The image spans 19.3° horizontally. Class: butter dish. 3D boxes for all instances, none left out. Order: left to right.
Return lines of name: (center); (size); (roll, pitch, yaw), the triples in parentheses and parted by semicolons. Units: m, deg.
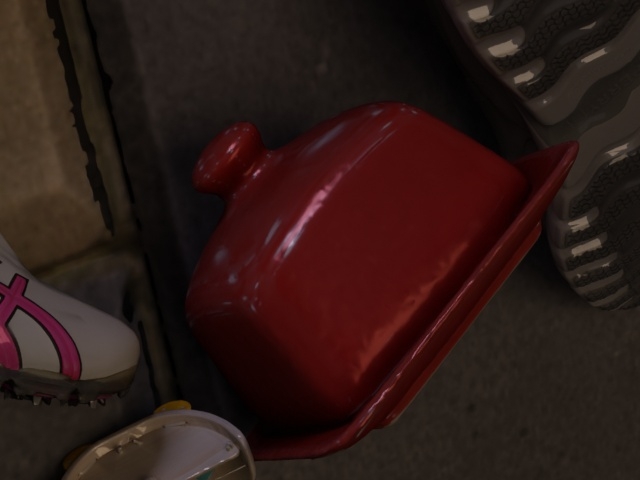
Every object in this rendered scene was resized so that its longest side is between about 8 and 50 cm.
butter dish: (0.000, 0.000, 0.751); (0.118, 0.160, 0.160); (41, 73, -7)

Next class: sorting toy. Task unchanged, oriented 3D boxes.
sorting toy: (-0.065, 0.113, 0.773); (0.083, 0.045, 0.075); (-25, 127, -9)

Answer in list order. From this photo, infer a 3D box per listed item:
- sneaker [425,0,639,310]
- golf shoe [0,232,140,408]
sneaker: (0.115, -0.079, 0.827); (0.105, 0.115, 0.281); (-29, 135, 1)
golf shoe: (-0.140, 0.009, 0.689); (0.186, 0.067, 0.086); (22, 83, -34)
